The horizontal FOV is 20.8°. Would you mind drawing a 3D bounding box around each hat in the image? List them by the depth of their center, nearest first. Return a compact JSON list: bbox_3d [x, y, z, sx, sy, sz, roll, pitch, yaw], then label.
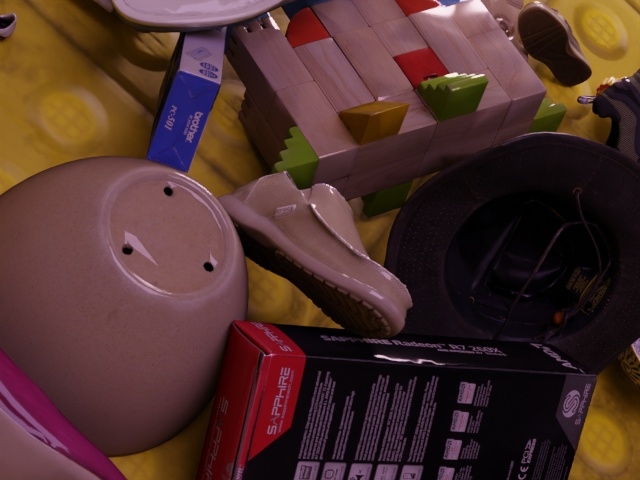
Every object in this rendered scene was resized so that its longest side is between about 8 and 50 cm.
[{"bbox_3d":[0.210,0.007,1.869,0.331,0.331,0.134,19,20,-23],"label":"hat"}]

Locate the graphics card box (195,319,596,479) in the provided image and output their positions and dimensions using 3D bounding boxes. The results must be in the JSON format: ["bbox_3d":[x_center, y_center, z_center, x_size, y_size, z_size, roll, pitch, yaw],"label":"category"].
[{"bbox_3d":[0.067,0.205,1.645,0.371,0.094,0.232,5,105,-29],"label":"graphics card box"}]

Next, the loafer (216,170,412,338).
[{"bbox_3d":[0.000,0.000,1.626,0.092,0.268,0.102,-45,135,-11],"label":"loafer"}]

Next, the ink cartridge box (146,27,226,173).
[{"bbox_3d":[-0.130,-0.151,1.725,0.046,0.097,0.207,19,22,-9],"label":"ink cartridge box"}]

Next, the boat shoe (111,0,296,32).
[{"bbox_3d":[-0.075,-0.266,1.782,0.319,0.099,0.116,-23,74,-28],"label":"boat shoe"}]

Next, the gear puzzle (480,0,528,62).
[{"bbox_3d":[0.169,-0.372,2.134,0.175,0.044,0.339,17,58,-32],"label":"gear puzzle"}]

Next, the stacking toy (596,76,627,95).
[{"bbox_3d":[0.464,-0.162,2.206,0.221,0.052,0.167,45,52,-6],"label":"stacking toy"}]

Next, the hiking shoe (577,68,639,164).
[{"bbox_3d":[0.389,-0.090,2.105,0.086,0.114,0.227,-71,139,-78],"label":"hiking shoe"}]

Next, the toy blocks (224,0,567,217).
[{"bbox_3d":[0.049,-0.190,1.888,0.381,0.190,0.261,-18,60,-26],"label":"toy blocks"}]

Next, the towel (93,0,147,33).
[{"bbox_3d":[-0.233,-0.382,1.837,0.284,0.121,0.235,35,53,-12],"label":"towel"}]

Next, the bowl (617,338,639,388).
[{"bbox_3d":[0.389,0.121,1.981,0.170,0.080,0.170,14,58,-25],"label":"bowl"}]

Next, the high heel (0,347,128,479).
[{"bbox_3d":[-0.272,0.132,1.519,0.377,0.127,0.181,45,28,-31],"label":"high heel"}]

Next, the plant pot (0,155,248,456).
[{"bbox_3d":[-0.177,0.035,1.600,0.284,0.191,0.284,15,59,-26],"label":"plant pot"}]

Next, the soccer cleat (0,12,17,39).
[{"bbox_3d":[-0.340,-0.212,1.731,0.083,0.035,0.029,-9,71,-36],"label":"soccer cleat"}]

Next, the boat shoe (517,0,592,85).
[{"bbox_3d":[0.280,-0.244,2.103,0.153,0.056,0.048,37,33,-44],"label":"boat shoe"}]
